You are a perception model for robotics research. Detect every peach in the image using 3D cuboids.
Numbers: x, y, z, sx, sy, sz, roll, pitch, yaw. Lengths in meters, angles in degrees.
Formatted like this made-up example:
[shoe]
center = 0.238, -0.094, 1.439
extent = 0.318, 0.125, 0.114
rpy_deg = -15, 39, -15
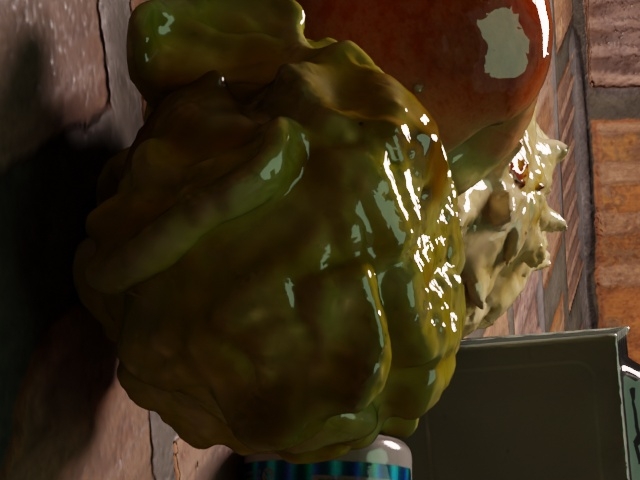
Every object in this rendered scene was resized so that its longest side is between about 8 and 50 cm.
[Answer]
[peach]
center = 0.045, -0.142, 1.177
extent = 0.232, 0.232, 0.233
rpy_deg = -1, 90, -76

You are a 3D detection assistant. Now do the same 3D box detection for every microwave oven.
[microwave oven]
center = 0.175, 0.230, 1.539
extent = 0.181, 0.237, 0.295
rpy_deg = 3, 81, -77

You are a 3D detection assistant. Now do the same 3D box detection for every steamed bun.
[steamed bun]
center = 0.132, -0.049, 1.487
extent = 0.292, 0.137, 0.295
rpy_deg = -55, 134, -52

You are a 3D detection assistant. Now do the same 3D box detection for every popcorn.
[popcorn]
center = -0.026, -0.005, 0.851
extent = 0.235, 0.181, 0.217
rpy_deg = -75, 158, -61

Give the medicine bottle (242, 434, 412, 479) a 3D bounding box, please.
[medicine bottle]
center = 0.002, 0.217, 1.093
extent = 0.107, 0.107, 0.192
rpy_deg = 42, 49, -71
